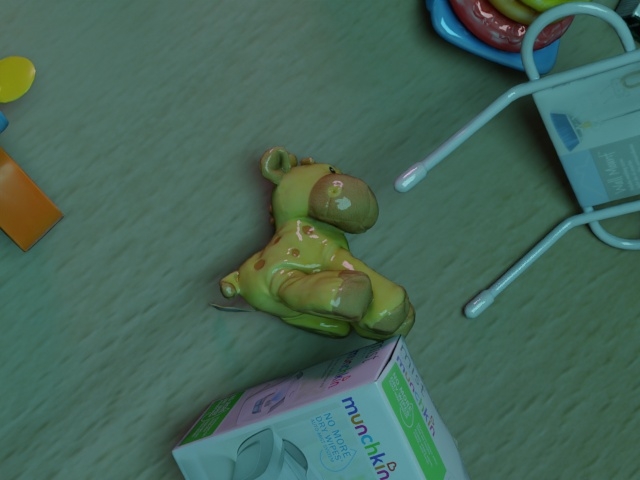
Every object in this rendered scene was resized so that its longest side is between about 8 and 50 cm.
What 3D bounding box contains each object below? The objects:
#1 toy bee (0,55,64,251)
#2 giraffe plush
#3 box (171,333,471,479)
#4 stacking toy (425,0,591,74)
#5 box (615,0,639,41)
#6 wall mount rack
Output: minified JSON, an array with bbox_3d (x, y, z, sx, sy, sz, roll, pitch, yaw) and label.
[{"bbox_3d":[-0.357,-0.127,1.114,0.195,0.162,0.298,-27,125,-23],"label":"toy bee"},{"bbox_3d":[0.000,0.000,1.230,0.210,0.181,0.171,9,77,16],"label":"giraffe plush"},{"bbox_3d":[0.025,0.259,1.194,0.231,0.127,0.262,-21,101,22],"label":"box"},{"bbox_3d":[0.243,-0.296,1.199,0.165,0.302,0.175,19,75,-18],"label":"stacking toy"},{"bbox_3d":[0.524,-0.276,1.425,0.322,0.058,0.232,30,83,-15],"label":"box"},{"bbox_3d":[0.259,-0.064,1.271,0.304,0.130,0.350,-16,129,20],"label":"wall mount rack"}]
